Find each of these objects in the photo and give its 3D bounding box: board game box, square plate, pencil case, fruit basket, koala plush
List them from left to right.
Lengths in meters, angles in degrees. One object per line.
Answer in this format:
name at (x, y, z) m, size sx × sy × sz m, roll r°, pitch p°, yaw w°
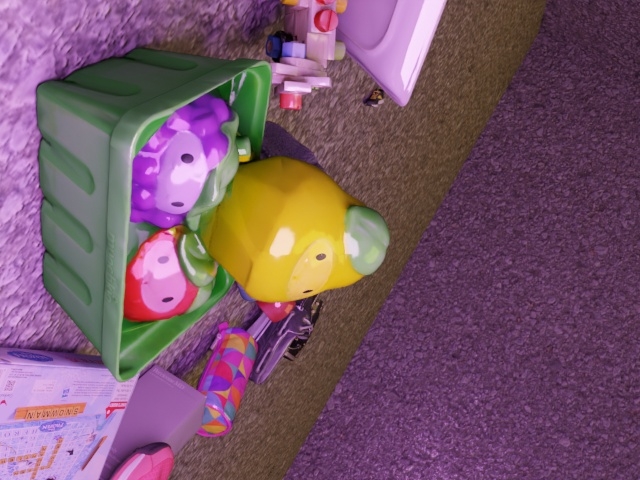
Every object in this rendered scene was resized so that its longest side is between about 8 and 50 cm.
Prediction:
board game box at (-0.393, 0.292, 0.856) m, size 0.319 × 0.066 × 0.318 m, roll 32°, pitch 77°, yaw -65°
fruit basket at (-0.120, -0.014, 0.818) m, size 0.283 × 0.392 × 0.392 m, roll -44°, pitch 156°, yaw -49°
pencil case at (-0.199, 0.278, 1.406) m, size 0.236 × 0.104 × 0.104 m, roll -78°, pitch -177°, yaw -54°
koala plush at (-0.087, -0.050, 1.217) m, size 0.196 × 0.203 × 0.221 m, roll -52°, pitch 173°, yaw -31°
square plate at (0.083, -0.418, 0.987) m, size 0.049 × 0.344 × 0.347 m, roll 1°, pitch 124°, yaw -29°

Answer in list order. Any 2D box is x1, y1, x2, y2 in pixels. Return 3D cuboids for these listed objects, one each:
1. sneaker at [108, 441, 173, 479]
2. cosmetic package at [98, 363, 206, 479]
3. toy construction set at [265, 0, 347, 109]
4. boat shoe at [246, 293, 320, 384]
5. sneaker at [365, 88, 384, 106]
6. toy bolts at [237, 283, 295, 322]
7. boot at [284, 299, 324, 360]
sneaker at (-0.273, 0.440, 0.999) m, size 0.314 × 0.136 × 0.116 m, roll -60°, pitch 167°, yaw -46°
cosmetic package at (-0.317, 0.339, 1.208) m, size 0.238 × 0.127 × 0.107 m, roll -47°, pitch 159°, yaw -47°
toy construction set at (-0.001, -0.329, 0.946) m, size 0.151 × 0.215 × 0.327 m, roll 15°, pitch 91°, yaw -30°
boat shoe at (-0.071, 0.195, 1.648) m, size 0.335 × 0.119 × 0.121 m, roll -51°, pitch 160°, yaw -2°
sneaker at (0.129, -0.341, 1.666) m, size 0.083 × 0.031 × 0.035 m, roll -44°, pitch 143°, yaw -58°
toy bolts at (-0.090, 0.024, 1.427) m, size 0.228 × 0.218 × 0.158 m, roll -44°, pitch 131°, yaw -6°
boot at (-0.065, 0.229, 1.886) m, size 0.178 × 0.085 × 0.236 m, roll -64°, pitch 170°, yaw -3°
